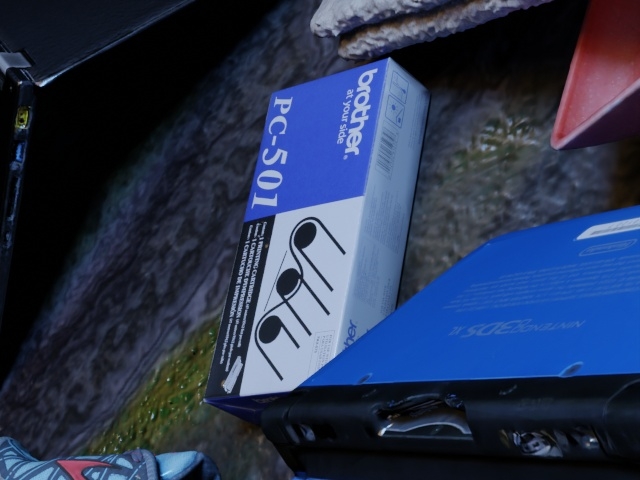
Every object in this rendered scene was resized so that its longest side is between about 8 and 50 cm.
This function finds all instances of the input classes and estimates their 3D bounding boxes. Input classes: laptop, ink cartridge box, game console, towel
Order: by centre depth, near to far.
[{"bbox_3d":[0.109,0.112,0.527,0.250,0.173,0.293,-35,11,-27],"label":"game console"},{"bbox_3d":[0.105,-0.190,0.719,0.187,0.049,0.282,-57,20,-12],"label":"towel"},{"bbox_3d":[0.000,0.000,0.768,0.097,0.046,0.207,-12,57,40],"label":"ink cartridge box"},{"bbox_3d":[-0.199,-0.141,1.088,0.382,0.236,0.407,45,128,50],"label":"laptop"}]

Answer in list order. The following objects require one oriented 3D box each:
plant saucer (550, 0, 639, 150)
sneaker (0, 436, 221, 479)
[{"bbox_3d":[0.215,-0.181,0.580,0.259,0.048,0.258,-44,22,57],"label":"plant saucer"},{"bbox_3d":[-0.108,0.170,0.749,0.125,0.104,0.262,-46,42,-14],"label":"sneaker"}]
